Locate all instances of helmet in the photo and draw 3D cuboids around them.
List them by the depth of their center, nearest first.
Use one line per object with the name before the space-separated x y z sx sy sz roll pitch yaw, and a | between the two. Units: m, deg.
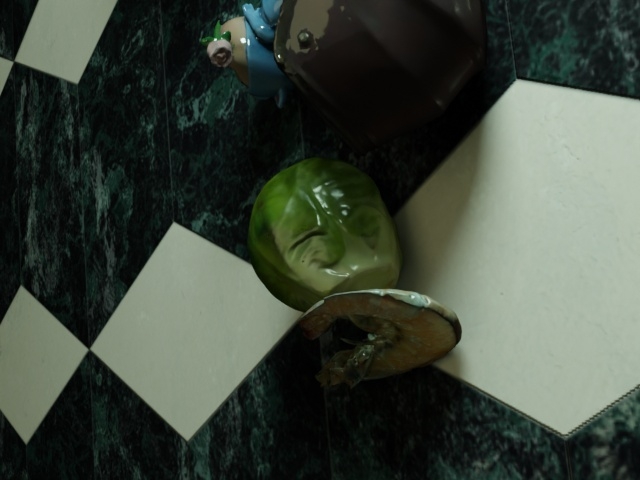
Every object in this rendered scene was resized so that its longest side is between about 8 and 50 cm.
helmet | 0.056 -0.241 0.826 0.177 0.225 0.305 -19 69 22

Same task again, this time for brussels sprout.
brussels sprout | 0.001 0.003 0.934 0.161 0.144 0.181 -26 55 6

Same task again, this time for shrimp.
shrimp | 0.039 0.102 0.893 0.251 0.143 0.052 -44 28 48

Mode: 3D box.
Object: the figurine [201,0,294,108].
figurine | -0.071 -0.250 1.019 0.178 0.144 0.114 -65 36 42
